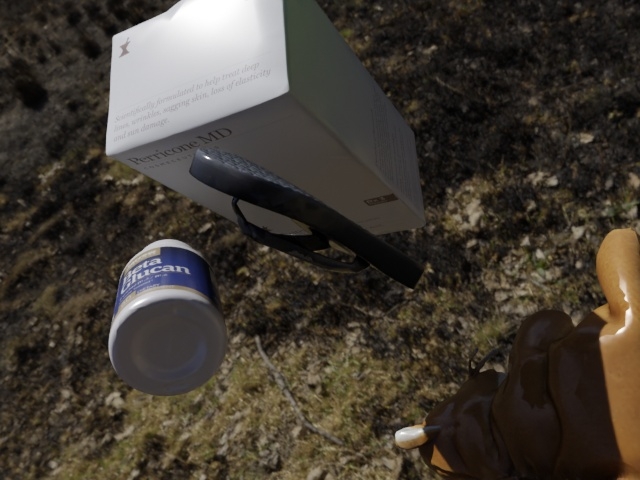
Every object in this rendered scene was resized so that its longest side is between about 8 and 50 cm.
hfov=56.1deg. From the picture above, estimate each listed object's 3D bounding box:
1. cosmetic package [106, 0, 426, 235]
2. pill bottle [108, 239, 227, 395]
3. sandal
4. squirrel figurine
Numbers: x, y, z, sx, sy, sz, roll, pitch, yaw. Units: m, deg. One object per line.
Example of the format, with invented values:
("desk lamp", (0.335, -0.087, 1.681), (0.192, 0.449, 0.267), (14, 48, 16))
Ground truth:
("cosmetic package", (-0.036, -0.118, 0.715), (0.217, 0.385, 0.156), (-14, 69, 26))
("pill bottle", (-0.139, 0.058, 0.551), (0.094, 0.094, 0.169), (-39, 24, 1))
("sandal", (0.001, 0.000, 0.492), (0.097, 0.254, 0.054), (33, 93, 49))
("squirrel figurine", (0.250, 0.254, 0.666), (0.370, 0.281, 0.397), (-31, 27, 43))
